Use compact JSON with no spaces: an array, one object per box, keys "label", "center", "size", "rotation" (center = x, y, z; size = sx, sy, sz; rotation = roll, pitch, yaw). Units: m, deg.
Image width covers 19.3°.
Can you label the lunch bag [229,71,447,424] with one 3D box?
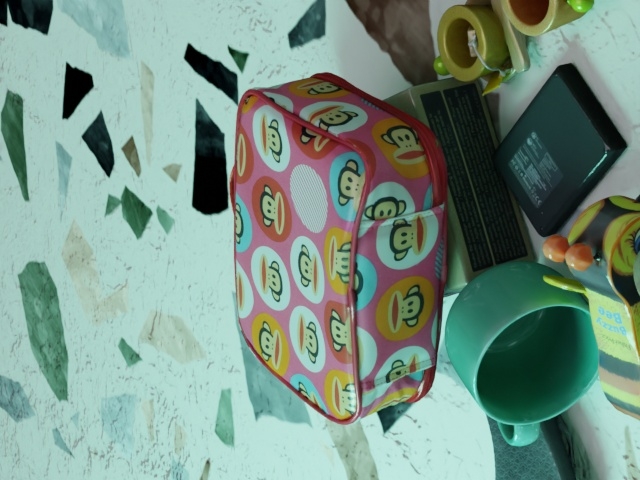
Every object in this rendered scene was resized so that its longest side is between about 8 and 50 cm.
[{"label":"lunch bag","center":[0.000,0.000,1.741],"size":[0.258,0.120,0.293],"rotation":[33,130,46]}]

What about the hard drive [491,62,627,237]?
[{"label":"hard drive","center":[0.207,-0.078,1.650],"size":[0.094,0.022,0.135],"rotation":[60,145,21]}]

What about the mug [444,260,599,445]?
[{"label":"mug","center":[0.168,0.094,1.668],"size":[0.157,0.129,0.097],"rotation":[-55,35,18]}]

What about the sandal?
[{"label":"sandal","center":[0.204,0.193,1.753],"size":[0.097,0.054,0.254],"rotation":[-21,75,50]}]

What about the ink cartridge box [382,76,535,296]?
[{"label":"ink cartridge box","center":[0.080,-0.034,1.800],"size":[0.235,0.088,0.193],"rotation":[-22,83,56]}]

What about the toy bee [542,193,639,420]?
[{"label":"toy bee","center":[0.245,0.026,1.513],"size":[0.195,0.162,0.298],"rotation":[-13,92,59]}]

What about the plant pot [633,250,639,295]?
[{"label":"plant pot","center":[0.383,-0.040,1.236],"size":[0.256,0.256,0.274],"rotation":[46,123,37]}]

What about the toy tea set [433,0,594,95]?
[{"label":"toy tea set","center":[0.149,-0.251,1.571],"size":[0.336,0.124,0.200],"rotation":[-30,77,56]}]
